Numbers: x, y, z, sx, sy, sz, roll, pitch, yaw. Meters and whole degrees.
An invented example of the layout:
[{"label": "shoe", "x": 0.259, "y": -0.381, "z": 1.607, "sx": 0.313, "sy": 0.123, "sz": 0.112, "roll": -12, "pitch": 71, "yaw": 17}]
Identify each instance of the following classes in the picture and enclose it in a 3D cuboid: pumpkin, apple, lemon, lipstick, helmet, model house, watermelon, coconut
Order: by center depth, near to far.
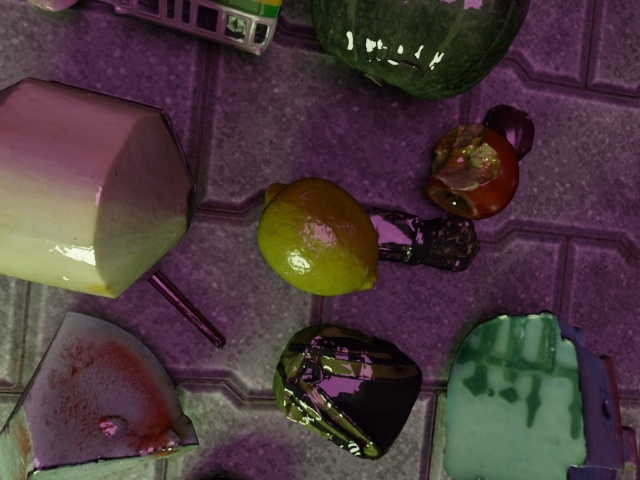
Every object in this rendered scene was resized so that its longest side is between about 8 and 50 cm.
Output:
[{"label": "coconut", "x": -0.334, "y": -0.072, "z": 0.697, "sx": 0.323, "sy": 0.323, "sz": 0.322, "roll": 0, "pitch": 92, "yaw": -11}, {"label": "watermelon", "x": -0.356, "y": 0.253, "z": 0.741, "sx": 0.320, "sy": 0.214, "sz": 0.289, "roll": -4, "pitch": 91, "yaw": 0}, {"label": "pumpkin", "x": 0.148, "y": -0.371, "z": 0.782, "sx": 0.328, "sy": 0.291, "sz": 0.257, "roll": 28, "pitch": 114, "yaw": 6}, {"label": "lemon", "x": 0.000, "y": 0.000, "z": 0.816, "sx": 0.248, "sy": 0.184, "sz": 0.184, "roll": 42, "pitch": 84, "yaw": -5}, {"label": "lipstick", "x": -0.230, "y": 0.124, "z": 0.856, "sx": 0.027, "sy": 0.027, "sz": 0.176, "roll": -43, "pitch": 100, "yaw": -7}, {"label": "apple", "x": 0.277, "y": -0.123, "z": 0.883, "sx": 0.147, "sy": 0.156, "sz": 0.158, "roll": 36, "pitch": 74, "yaw": -19}, {"label": "model house", "x": 0.434, "y": 0.317, "z": 0.917, "sx": 0.329, "sy": 0.252, "sz": 0.294, "roll": 22, "pitch": 63, "yaw": -33}, {"label": "helmet", "x": 0.365, "y": -0.206, "z": 0.937, "sx": 0.098, "sy": 0.070, "sz": 0.123, "roll": 5, "pitch": 92, "yaw": -11}]

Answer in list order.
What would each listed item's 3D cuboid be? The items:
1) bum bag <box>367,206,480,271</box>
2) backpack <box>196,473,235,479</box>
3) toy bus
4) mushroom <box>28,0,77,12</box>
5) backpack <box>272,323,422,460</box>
[{"label": "bum bag", "x": 0.177, "y": -0.001, "z": 0.908, "sx": 0.248, "sy": 0.069, "sz": 0.102, "roll": 5, "pitch": 114, "yaw": -10}, {"label": "backpack", "x": -0.211, "y": 0.528, "z": 0.823, "sx": 0.206, "sy": 0.133, "sz": 0.258, "roll": 35, "pitch": 68, "yaw": -8}, {"label": "toy bus", "x": -0.202, "y": -0.418, "z": 0.760, "sx": 0.306, "sy": 0.143, "sz": 0.179, "roll": 13, "pitch": 133, "yaw": -12}, {"label": "mushroom", "x": -0.437, "y": -0.457, "z": 0.765, "sx": 0.097, "sy": 0.088, "sz": 0.212, "roll": -21, "pitch": 90, "yaw": 23}, {"label": "backpack", "x": 0.047, "y": 0.257, "z": 0.856, "sx": 0.254, "sy": 0.140, "sz": 0.206, "roll": 28, "pitch": 84, "yaw": -15}]
